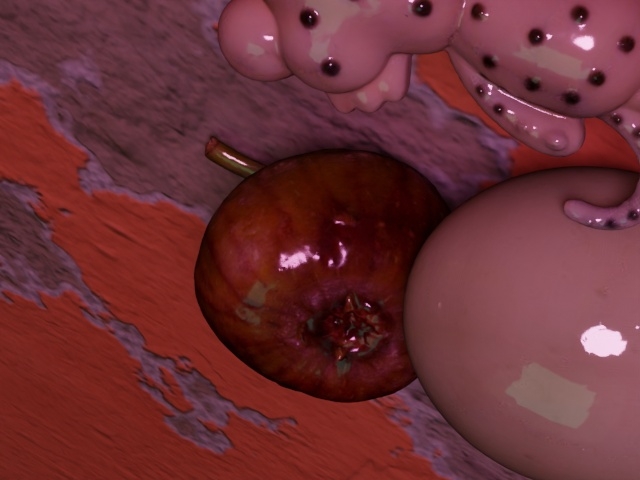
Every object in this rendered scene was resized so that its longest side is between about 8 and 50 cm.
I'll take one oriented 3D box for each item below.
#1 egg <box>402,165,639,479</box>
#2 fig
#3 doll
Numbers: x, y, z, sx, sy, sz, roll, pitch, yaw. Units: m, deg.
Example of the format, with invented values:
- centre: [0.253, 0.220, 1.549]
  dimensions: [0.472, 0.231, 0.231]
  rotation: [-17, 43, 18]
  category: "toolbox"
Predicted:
- centre: [0.167, 0.053, 0.905]
  dimensions: [0.242, 0.186, 0.186]
  rotation: [15, 147, 2]
  category: "egg"
- centre: [0.006, 0.005, 1.047]
  dimensions: [0.175, 0.207, 0.175]
  rotation: [-2, 116, -3]
  category: "fig"
- centre: [0.079, -0.114, 0.807]
  dimensions: [0.278, 0.119, 0.154]
  rotation: [26, 107, 4]
  category: "doll"
